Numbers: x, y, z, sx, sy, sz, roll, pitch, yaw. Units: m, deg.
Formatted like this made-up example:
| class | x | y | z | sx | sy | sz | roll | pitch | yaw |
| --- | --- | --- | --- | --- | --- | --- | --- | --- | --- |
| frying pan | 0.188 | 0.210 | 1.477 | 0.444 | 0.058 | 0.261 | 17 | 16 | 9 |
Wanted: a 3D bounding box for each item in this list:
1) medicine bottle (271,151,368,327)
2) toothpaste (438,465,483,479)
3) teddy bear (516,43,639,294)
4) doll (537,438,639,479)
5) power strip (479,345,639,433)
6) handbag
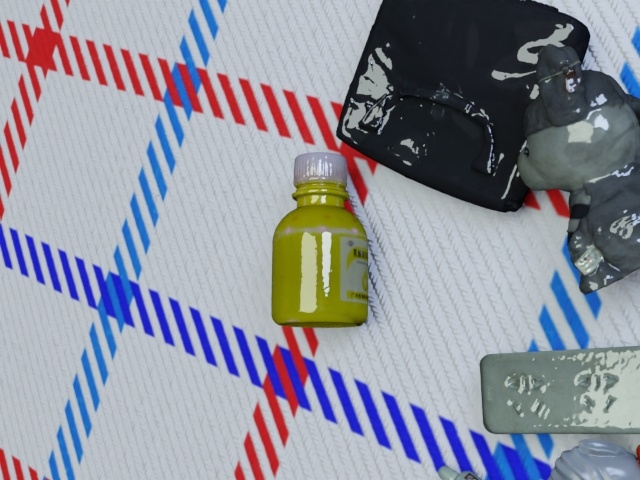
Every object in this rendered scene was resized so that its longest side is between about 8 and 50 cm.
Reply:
| class | x | y | z | sx | sy | sz | roll | pitch | yaw |
| --- | --- | --- | --- | --- | --- | --- | --- | --- | --- |
| medicine bottle | 0.000 | 0.000 | 1.211 | 0.122 | 0.122 | 0.212 | -5 | 79 | 31 |
| toothpaste | 0.223 | 0.324 | 1.070 | 0.233 | 0.038 | 0.060 | 35 | 103 | 28 |
| teddy bear | 0.295 | -0.077 | 1.028 | 0.144 | 0.171 | 0.251 | -33 | 71 | 45 |
| doll | 0.312 | 0.248 | 1.009 | 0.180 | 0.079 | 0.094 | -13 | 99 | 16 |
| power strip | 0.313 | 0.160 | 1.031 | 0.288 | 0.053 | 0.093 | -8 | 78 | 32 |
| handbag | 0.165 | -0.182 | 1.161 | 0.275 | 0.088 | 0.244 | 25 | 98 | 29 |
